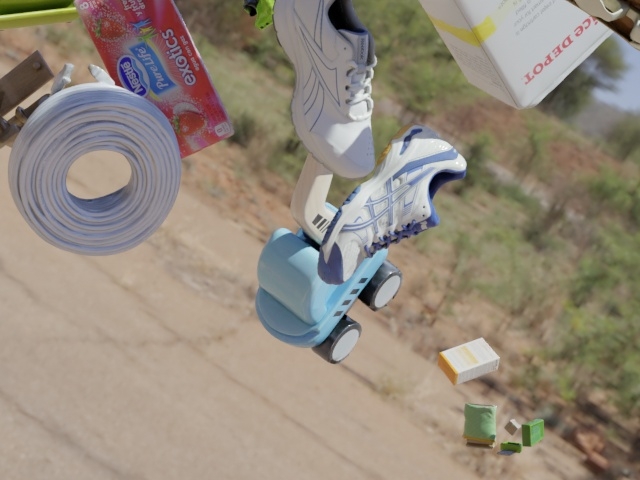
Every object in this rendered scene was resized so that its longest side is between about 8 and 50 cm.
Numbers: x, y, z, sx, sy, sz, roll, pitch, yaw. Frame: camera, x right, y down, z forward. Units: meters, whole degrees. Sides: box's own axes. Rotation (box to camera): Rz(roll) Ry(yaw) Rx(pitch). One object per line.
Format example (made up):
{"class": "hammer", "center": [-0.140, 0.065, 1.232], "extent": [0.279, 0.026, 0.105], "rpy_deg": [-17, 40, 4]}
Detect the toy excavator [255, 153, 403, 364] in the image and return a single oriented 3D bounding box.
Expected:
{"class": "toy excavator", "center": [0.000, 0.000, 2.327], "extent": [0.222, 0.433, 0.445], "rpy_deg": [37, 1, 27]}

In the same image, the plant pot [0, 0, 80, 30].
{"class": "plant pot", "center": [-0.562, -0.524, 2.195], "extent": [0.228, 0.207, 0.227], "rpy_deg": [-15, 39, -32]}

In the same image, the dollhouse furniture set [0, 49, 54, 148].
{"class": "dollhouse furniture set", "center": [-0.491, -0.230, 1.838], "extent": [0.144, 0.123, 0.151], "rpy_deg": [56, 7, 17]}

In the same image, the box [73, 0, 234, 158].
{"class": "box", "center": [-0.268, -0.287, 1.916], "extent": [0.154, 0.142, 0.300], "rpy_deg": [-115, 180, -74]}

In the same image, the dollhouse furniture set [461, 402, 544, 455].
{"class": "dollhouse furniture set", "center": [0.298, 0.322, 1.989], "extent": [0.152, 0.076, 0.058], "rpy_deg": [1, 5, 34]}

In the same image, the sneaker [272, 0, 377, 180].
{"class": "sneaker", "center": [0.023, -0.231, 1.662], "extent": [0.111, 0.297, 0.129], "rpy_deg": [-19, 3, -44]}

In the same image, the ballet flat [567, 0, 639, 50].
{"class": "ballet flat", "center": [0.404, -0.293, 1.550], "extent": [0.232, 0.080, 0.073], "rpy_deg": [34, 43, 8]}

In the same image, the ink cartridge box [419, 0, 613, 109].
{"class": "ink cartridge box", "center": [0.286, -0.434, 1.796], "extent": [0.384, 0.279, 0.160], "rpy_deg": [51, -6, -37]}

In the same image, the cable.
{"class": "cable", "center": [-0.326, -0.101, 1.730], "extent": [0.257, 0.257, 0.089], "rpy_deg": [33, 8, -32]}

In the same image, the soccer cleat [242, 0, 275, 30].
{"class": "soccer cleat", "center": [-0.122, -0.470, 2.218], "extent": [0.060, 0.072, 0.179], "rpy_deg": [32, 28, -46]}

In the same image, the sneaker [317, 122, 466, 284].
{"class": "sneaker", "center": [0.113, -0.041, 1.841], "extent": [0.131, 0.296, 0.112], "rpy_deg": [34, -3, 16]}

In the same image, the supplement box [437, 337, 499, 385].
{"class": "supplement box", "center": [0.279, 0.229, 2.218], "extent": [0.098, 0.036, 0.062], "rpy_deg": [-16, 43, -20]}
